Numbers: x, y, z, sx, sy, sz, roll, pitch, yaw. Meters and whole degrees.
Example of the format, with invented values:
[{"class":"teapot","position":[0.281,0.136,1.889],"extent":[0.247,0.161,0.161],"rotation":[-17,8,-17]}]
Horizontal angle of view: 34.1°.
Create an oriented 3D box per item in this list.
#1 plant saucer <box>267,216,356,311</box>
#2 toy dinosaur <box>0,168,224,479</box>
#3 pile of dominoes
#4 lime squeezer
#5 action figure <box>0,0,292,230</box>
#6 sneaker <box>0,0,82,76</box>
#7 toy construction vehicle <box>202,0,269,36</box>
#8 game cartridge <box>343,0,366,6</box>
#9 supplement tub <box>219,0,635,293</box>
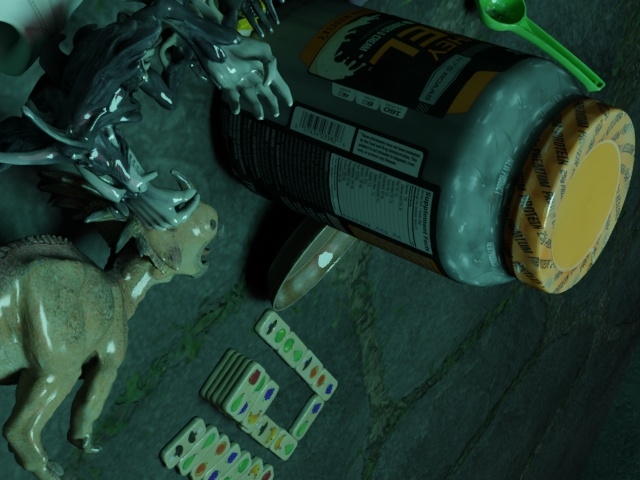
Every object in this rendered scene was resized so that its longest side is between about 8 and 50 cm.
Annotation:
[{"class":"plant saucer","position":[0.000,0.000,1.060],"extent":[0.168,0.029,0.168],"rotation":[-46,167,-13]},{"class":"toy dinosaur","position":[-0.183,0.039,0.705],"extent":[0.296,0.127,0.200],"rotation":[-22,133,-78]},{"class":"pile of dominoes","position":[-0.060,0.203,1.160],"extent":[0.196,0.040,0.251],"rotation":[-56,149,-13]},{"class":"lime squeezer","position":[0.195,-0.286,1.123],"extent":[0.059,0.110,0.310],"rotation":[-36,112,-13]},{"class":"action figure","position":[-0.101,-0.096,0.682],"extent":[0.164,0.141,0.275],"rotation":[-38,-167,35]},{"class":"sneaker","position":[-0.216,-0.185,0.537],"extent":[0.152,0.114,0.305],"rotation":[-62,150,-4]},{"class":"toy construction vehicle","position":[-0.057,-0.202,0.833],"extent":[0.098,0.035,0.086],"rotation":[-42,173,33]},{"class":"game cartridge","position":[0.093,-0.352,0.877],"extent":[0.294,0.060,0.196],"rotation":[-44,153,2]},{"class":"supplement tub","position":[0.086,-0.082,0.880],"extent":[0.193,0.316,0.193],"rotation":[-34,136,-40]}]
